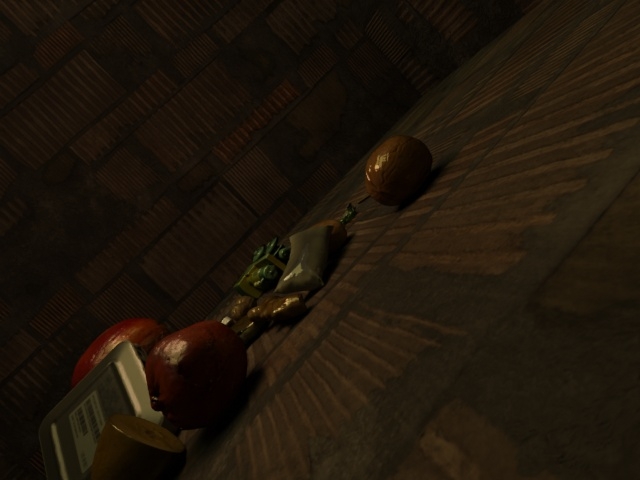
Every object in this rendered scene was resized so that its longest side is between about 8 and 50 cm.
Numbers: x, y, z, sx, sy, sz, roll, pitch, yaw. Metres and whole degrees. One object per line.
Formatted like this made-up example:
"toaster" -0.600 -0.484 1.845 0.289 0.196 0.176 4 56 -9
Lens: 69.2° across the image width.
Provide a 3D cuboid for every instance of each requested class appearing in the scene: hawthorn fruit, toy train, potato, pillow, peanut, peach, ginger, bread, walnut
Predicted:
"hawthorn fruit" -0.250 0.273 1.027 0.211 0.211 0.299 -40 1 32
"toy train" -0.225 0.123 1.953 0.237 0.150 0.369 -57 12 -23
"potato" 0.000 0.000 1.457 0.178 0.109 0.118 -25 28 14
"pillow" -0.044 0.048 1.309 0.144 0.078 0.254 -17 35 22
"peanut" -0.289 0.259 1.750 0.082 0.082 0.187 -43 7 12
"potato" -0.399 0.468 0.970 0.203 0.178 0.158 11 68 52
"peach" -0.667 0.447 1.589 0.372 0.290 0.372 -35 20 15
"ginger" -0.110 0.178 1.236 0.118 0.065 0.299 -28 1 -26
"bread" -0.266 0.308 1.450 0.207 0.056 0.286 -44 6 -24
"walnut" 0.203 -0.187 1.218 0.197 0.165 0.165 -57 12 -26

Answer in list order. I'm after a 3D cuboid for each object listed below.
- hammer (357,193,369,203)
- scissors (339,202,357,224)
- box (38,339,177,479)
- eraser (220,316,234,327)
"hammer" 0.194 -0.179 1.773 0.062 0.013 0.199 -49 8 -32
"scissors" 0.105 -0.104 1.791 0.101 0.027 0.204 -39 11 21
"box" -0.592 0.505 1.269 0.373 0.090 0.367 -47 47 -5
"eraser" -0.321 0.314 1.610 0.065 0.026 0.105 -52 -30 -31
